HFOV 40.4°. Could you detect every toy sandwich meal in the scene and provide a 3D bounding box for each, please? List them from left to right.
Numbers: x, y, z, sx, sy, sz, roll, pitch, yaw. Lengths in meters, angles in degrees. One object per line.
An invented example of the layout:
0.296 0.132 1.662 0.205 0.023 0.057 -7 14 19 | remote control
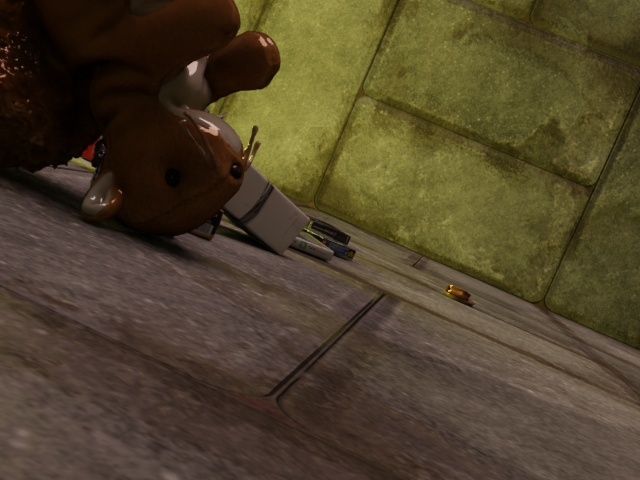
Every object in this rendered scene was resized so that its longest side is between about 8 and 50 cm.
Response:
0.322 0.123 2.003 0.086 0.029 0.085 23 4 -2 | toy sandwich meal

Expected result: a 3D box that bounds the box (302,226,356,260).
0.000 0.000 1.831 0.094 0.027 0.137 21 4 -37 | box

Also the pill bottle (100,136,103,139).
-0.420 -0.228 1.789 0.121 0.121 0.216 22 4 -13 | pill bottle

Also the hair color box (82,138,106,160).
-0.372 -0.151 1.613 0.141 0.043 0.072 22 3 -27 | hair color box

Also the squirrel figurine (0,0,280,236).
-0.244 -0.183 1.030 0.397 0.370 0.281 -5 -3 15 | squirrel figurine

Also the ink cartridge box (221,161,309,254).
-0.128 -0.076 1.379 0.191 0.082 0.140 44 -8 -32 | ink cartridge box

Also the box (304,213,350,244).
-0.001 -0.035 2.265 0.116 0.029 0.162 22 6 -23 | box

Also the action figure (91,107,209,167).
-0.242 -0.143 1.476 0.276 0.164 0.141 13 -20 -23 | action figure

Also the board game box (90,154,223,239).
-0.232 -0.063 1.223 0.170 0.048 0.141 22 6 -20 | board game box

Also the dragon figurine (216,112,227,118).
-0.364 -0.259 1.958 0.144 0.289 0.085 62 14 8 | dragon figurine

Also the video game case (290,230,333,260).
-0.088 -0.021 1.654 0.193 0.023 0.212 22 4 -16 | video game case
